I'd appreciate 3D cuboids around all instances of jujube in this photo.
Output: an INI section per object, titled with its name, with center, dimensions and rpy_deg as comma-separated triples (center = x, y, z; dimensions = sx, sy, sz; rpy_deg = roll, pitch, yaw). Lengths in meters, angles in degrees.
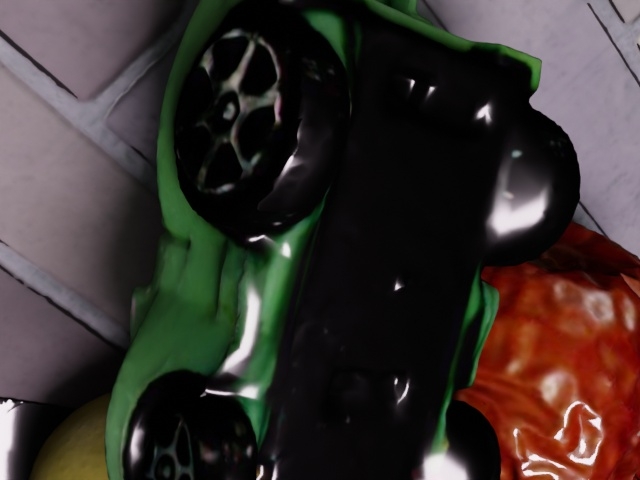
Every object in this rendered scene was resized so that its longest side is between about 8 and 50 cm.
[jujube]
center = 0.144, 0.108, 0.627
dimensions = 0.213, 0.213, 0.232
rpy_deg = 4, 115, -22

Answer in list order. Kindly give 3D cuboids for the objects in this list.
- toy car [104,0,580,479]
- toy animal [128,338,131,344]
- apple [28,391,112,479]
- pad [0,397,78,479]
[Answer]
[toy car]
center = 0.000, 0.000, 0.471
dimensions = 0.213, 0.176, 0.358
rpy_deg = 8, 98, -42
[toy animal]
center = -0.025, 0.029, 0.603
dimensions = 0.136, 0.073, 0.181
rpy_deg = 31, 105, -22
[apple]
center = -0.093, 0.183, 0.576
dimensions = 0.200, 0.200, 0.200
rpy_deg = -8, 118, -16
[pad]
center = -0.094, 0.265, 0.682
dimensions = 0.368, 0.007, 0.247
rpy_deg = 14, 89, -25
